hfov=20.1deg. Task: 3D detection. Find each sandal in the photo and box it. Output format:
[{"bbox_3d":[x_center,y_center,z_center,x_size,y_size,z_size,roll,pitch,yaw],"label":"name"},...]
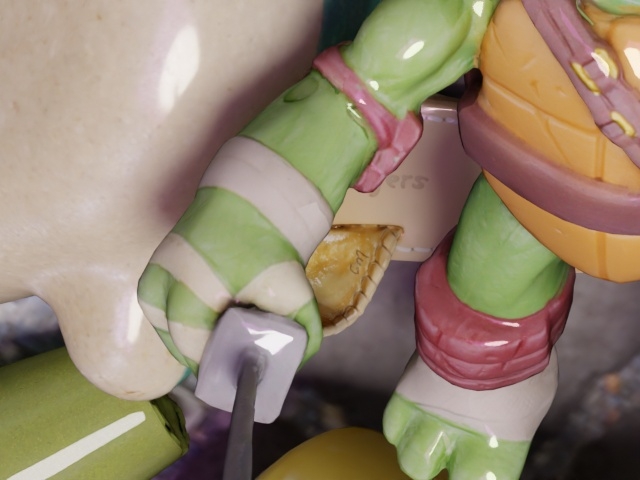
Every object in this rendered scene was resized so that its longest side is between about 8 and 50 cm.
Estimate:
[{"bbox_3d":[0.000,-0.006,0.590,0.240,0.079,0.088,-1,119,4],"label":"sandal"}]

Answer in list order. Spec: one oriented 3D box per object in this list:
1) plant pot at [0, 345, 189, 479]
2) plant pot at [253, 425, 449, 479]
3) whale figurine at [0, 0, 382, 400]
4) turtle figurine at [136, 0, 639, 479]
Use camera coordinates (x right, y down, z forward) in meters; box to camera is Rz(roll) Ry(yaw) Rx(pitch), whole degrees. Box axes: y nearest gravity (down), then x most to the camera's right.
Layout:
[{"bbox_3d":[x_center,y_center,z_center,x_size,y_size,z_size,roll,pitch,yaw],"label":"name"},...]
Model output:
[{"bbox_3d":[-0.092,0.070,0.645,0.079,0.083,0.083,-27,115,4],"label":"plant pot"},{"bbox_3d":[0.064,0.189,0.589,0.239,0.254,0.254,33,122,25],"label":"plant pot"},{"bbox_3d":[-0.082,-0.048,0.543,0.272,0.141,0.216,-48,67,36],"label":"whale figurine"},{"bbox_3d":[0.069,0.033,0.431,0.197,0.275,0.266,-23,153,-2],"label":"turtle figurine"}]
